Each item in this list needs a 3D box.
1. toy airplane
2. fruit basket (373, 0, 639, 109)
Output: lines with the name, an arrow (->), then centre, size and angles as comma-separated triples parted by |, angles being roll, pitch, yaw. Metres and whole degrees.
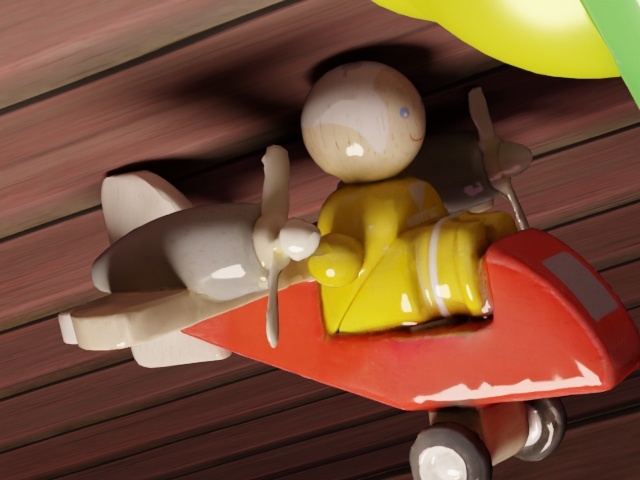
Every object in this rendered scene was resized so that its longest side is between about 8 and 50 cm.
toy airplane -> 0.000, 0.000, 1.416 | 0.384, 0.272, 0.386 | 2, -162, -14
fruit basket -> 0.162, -0.153, 0.714 | 0.283, 0.392, 0.392 | -39, 166, -6
